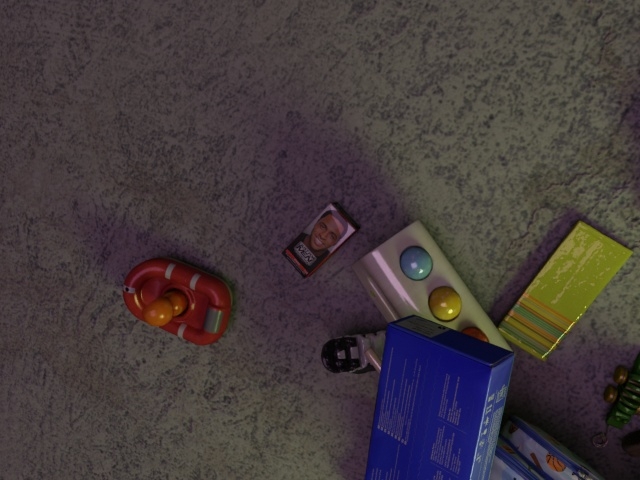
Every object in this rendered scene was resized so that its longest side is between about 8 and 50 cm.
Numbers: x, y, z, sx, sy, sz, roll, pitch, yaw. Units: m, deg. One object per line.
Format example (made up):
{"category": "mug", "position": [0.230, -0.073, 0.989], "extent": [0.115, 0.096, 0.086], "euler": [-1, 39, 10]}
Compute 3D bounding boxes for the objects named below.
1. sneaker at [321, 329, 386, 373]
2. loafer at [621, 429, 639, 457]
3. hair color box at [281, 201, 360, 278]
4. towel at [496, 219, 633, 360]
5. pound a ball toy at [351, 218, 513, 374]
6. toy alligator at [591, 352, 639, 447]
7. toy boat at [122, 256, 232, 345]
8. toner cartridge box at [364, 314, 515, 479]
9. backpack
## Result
{"category": "sneaker", "position": [0.114, 0.205, 0.955], "extent": [0.234, 0.106, 0.078], "euler": [-5, 75, -5]}
{"category": "loafer", "position": [0.572, 0.332, 0.831], "extent": [0.148, 0.056, 0.050], "euler": [-21, 85, 20]}
{"category": "hair color box", "position": [0.000, 0.000, 0.976], "extent": [0.072, 0.043, 0.141], "euler": [47, 108, 7]}
{"category": "towel", "position": [0.407, 0.088, 0.870], "extent": [0.102, 0.021, 0.237], "euler": [33, 106, 5]}
{"category": "pound a ball toy", "position": [0.171, 0.151, 0.844], "extent": [0.208, 0.136, 0.319], "euler": [-33, 85, -19]}
{"category": "toy alligator", "position": [0.502, 0.275, 0.848], "extent": [0.056, 0.051, 0.190], "euler": [22, 104, 15]}
{"category": "toy boat", "position": [-0.304, 0.129, 1.039], "extent": [0.231, 0.151, 0.151], "euler": [20, 103, 14]}
{"category": "toner cartridge box", "position": [0.158, 0.300, 0.744], "extent": [0.165, 0.075, 0.348], "euler": [18, 107, 41]}
{"category": "backpack", "position": [0.321, 0.404, 0.826], "extent": [0.263, 0.276, 0.213], "euler": [29, 77, 19]}
